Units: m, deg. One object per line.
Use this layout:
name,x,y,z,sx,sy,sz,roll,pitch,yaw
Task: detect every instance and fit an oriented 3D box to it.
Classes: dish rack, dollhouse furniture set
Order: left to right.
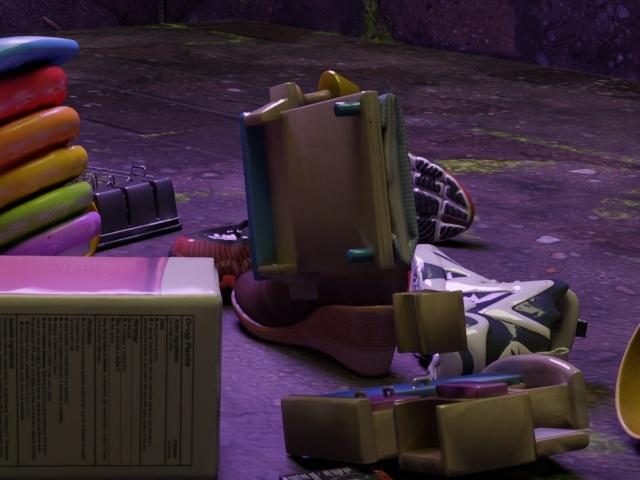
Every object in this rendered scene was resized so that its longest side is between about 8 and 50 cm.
dish rack,-0.331,-0.053,1.940,0.271,0.074,0.208,10,15,35
dollhouse furniture set,0.093,0.004,1.180,0.198,0.303,0.286,-6,-1,-26

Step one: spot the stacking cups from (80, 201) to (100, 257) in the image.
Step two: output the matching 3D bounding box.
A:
stacking cups,-0.394,-0.024,1.807,0.316,0.096,0.096,7,15,39

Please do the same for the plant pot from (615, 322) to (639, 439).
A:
plant pot,0.318,0.115,1.277,0.095,0.134,0.134,24,8,-17

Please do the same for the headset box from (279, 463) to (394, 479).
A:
headset box,0.020,0.186,1.111,0.083,0.032,0.062,-4,15,-24

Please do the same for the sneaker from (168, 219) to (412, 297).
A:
sneaker,-0.025,-0.003,1.646,0.276,0.135,0.097,3,16,8

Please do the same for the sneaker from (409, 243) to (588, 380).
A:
sneaker,0.166,0.070,1.466,0.153,0.094,0.235,2,14,-6

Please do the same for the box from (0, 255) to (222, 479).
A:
box,-0.194,0.095,1.207,0.232,0.149,0.127,1,13,-7

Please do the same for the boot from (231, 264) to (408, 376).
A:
boot,0.000,0.000,1.485,0.090,0.207,0.248,-8,17,-35

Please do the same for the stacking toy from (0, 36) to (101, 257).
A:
stacking toy,-0.264,-0.027,1.436,0.175,0.302,0.166,-23,2,14

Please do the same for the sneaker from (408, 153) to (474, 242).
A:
sneaker,0.087,-0.066,1.983,0.279,0.107,0.118,16,11,37
